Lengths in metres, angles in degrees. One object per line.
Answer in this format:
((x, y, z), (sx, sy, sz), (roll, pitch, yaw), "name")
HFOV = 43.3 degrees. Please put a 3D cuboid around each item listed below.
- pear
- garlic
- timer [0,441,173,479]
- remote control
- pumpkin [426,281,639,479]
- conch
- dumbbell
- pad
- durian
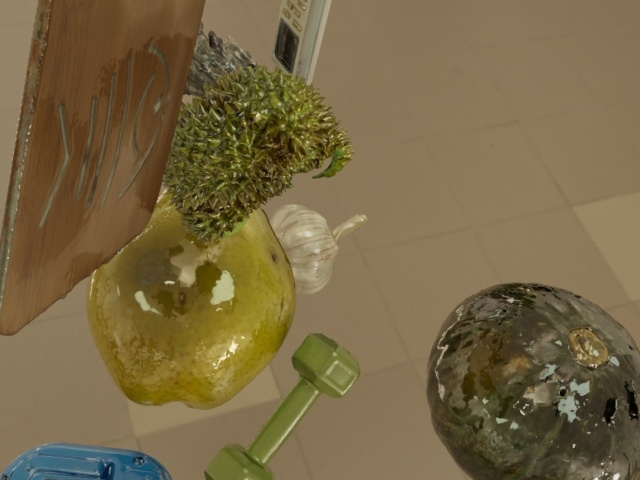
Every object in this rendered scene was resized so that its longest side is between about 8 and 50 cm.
((-0.219, 0.068, 1.289), (0.341, 0.191, 0.386), (2, 71, 10), "pear")
((0.000, 0.000, 1.712), (0.226, 0.199, 0.199), (-22, 62, -20), "garlic")
((-0.400, 0.497, 1.303), (0.309, 0.115, 0.340), (6, 53, 1), "timer")
((-0.036, -0.443, 1.573), (0.056, 0.277, 0.103), (-15, 52, -29), "remote control")
((0.417, 0.285, 1.517), (0.455, 0.344, 0.454), (20, 40, -17), "pumpkin")
((-0.229, -0.392, 1.822), (0.313, 0.186, 0.241), (21, 11, 34), "conch")
((-0.059, 0.290, 1.300), (0.121, 0.108, 0.302), (42, 81, -24), "dumbbell")
((-0.169, -0.092, 0.658), (0.018, 0.286, 0.284), (22, 24, 5), "pad")
((-0.087, -0.112, 0.963), (0.237, 0.176, 0.200), (-20, 37, 16), "durian")
